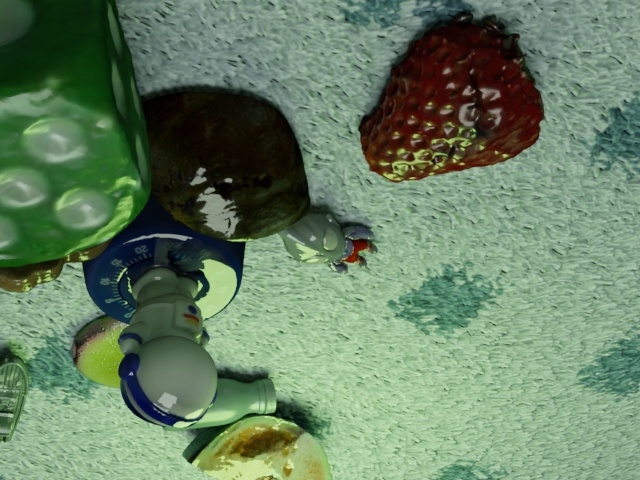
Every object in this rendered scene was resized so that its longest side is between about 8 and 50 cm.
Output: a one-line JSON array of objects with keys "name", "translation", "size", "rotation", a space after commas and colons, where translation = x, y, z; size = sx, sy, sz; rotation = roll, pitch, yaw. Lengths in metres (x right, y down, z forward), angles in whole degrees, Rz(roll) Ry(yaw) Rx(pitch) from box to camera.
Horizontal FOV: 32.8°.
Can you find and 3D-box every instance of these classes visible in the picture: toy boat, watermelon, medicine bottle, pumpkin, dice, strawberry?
[{"name": "toy boat", "translation": [-0.582, 0.295, 2.003], "size": [0.078, 0.085, 0.260], "rotation": [8, 135, -18]}, {"name": "watermelon", "translation": [-0.126, 0.426, 2.207], "size": [0.322, 0.188, 0.175], "rotation": [38, 79, -31]}, {"name": "medicine bottle", "translation": [-0.197, 0.308, 2.078], "size": [0.217, 0.090, 0.090], "rotation": [-4, 139, -18]}, {"name": "pumpkin", "translation": [-0.143, -0.109, 1.571], "size": [0.312, 0.169, 0.148], "rotation": [6, 139, -17]}, {"name": "dice", "translation": [-0.381, -0.163, 1.380], "size": [0.287, 0.297, 0.300], "rotation": [-11, 138, -3]}, {"name": "strawberry", "translation": [0.190, -0.181, 1.572], "size": [0.280, 0.150, 0.253], "rotation": [-15, 137, 4]}]

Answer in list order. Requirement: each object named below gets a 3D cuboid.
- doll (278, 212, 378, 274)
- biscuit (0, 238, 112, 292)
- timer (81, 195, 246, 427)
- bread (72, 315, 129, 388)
[{"name": "doll", "translation": [0.000, 0.000, 1.794], "size": [0.228, 0.075, 0.102], "rotation": [19, 115, -42]}, {"name": "biscuit", "translation": [-0.364, -0.046, 1.539], "size": [0.320, 0.183, 0.047], "rotation": [-30, 155, -39]}, {"name": "timer", "translation": [-0.235, 0.110, 1.639], "size": [0.271, 0.383, 0.270], "rotation": [-5, 138, -4]}, {"name": "bread", "translation": [-0.341, 0.208, 1.989], "size": [0.229, 0.033, 0.228], "rotation": [-5, 138, -4]}]
